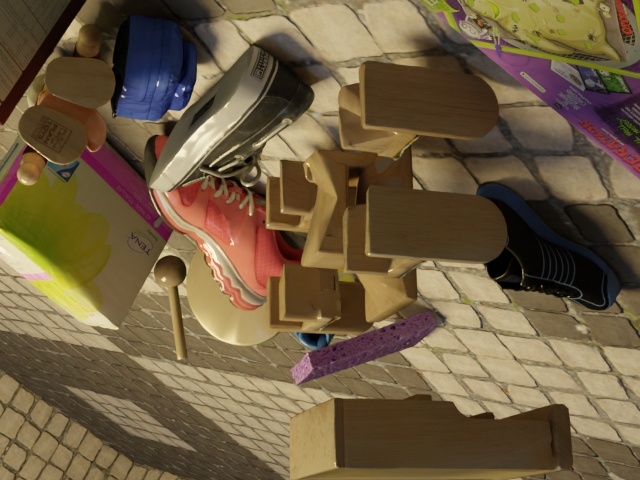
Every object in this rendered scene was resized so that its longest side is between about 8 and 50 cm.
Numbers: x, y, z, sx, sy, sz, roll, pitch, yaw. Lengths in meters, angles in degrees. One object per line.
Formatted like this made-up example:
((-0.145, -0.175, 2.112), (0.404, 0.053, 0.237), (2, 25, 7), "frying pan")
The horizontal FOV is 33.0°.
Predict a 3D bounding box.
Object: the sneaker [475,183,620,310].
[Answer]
((0.256, 0.032, 1.280), (0.232, 0.090, 0.081), (35, 155, -18), "sneaker")

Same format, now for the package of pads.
((-0.367, -0.027, 1.633), (0.101, 0.229, 0.296), (5, 149, 40), "package of pads")

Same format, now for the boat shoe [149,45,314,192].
((-0.111, -0.126, 1.318), (0.105, 0.113, 0.306), (29, 141, -20), "boat shoe")

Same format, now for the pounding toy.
((-0.131, 0.076, 1.722), (0.236, 0.183, 0.110), (-17, -179, 20), "pounding toy")

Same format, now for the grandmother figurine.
((-0.312, -0.161, 1.321), (0.104, 0.208, 0.342), (36, -178, -16), "grandmother figurine")

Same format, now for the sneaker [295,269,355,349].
((-0.006, 0.122, 1.688), (0.091, 0.126, 0.240), (22, 155, 11), "sneaker")

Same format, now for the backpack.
((-0.194, -0.206, 1.259), (0.101, 0.098, 0.120), (0, 159, -12), "backpack")

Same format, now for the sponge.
((0.064, 0.165, 1.650), (0.117, 0.210, 0.031), (122, 129, -67), "sponge")

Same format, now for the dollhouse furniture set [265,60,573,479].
((0.109, 0.059, 1.190), (0.256, 0.394, 0.362), (5, 162, -18), "dollhouse furniture set")

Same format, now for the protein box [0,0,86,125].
((-0.416, -0.264, 1.233), (0.199, 0.201, 0.136), (14, 154, 27), "protein box")

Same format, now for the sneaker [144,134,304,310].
((-0.129, -0.044, 1.545), (0.136, 0.116, 0.314), (-25, 122, 18), "sneaker")

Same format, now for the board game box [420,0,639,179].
((0.246, -0.176, 0.925), (0.347, 0.056, 0.208), (35, 151, -18), "board game box")

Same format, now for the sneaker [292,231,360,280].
((0.001, -0.002, 1.523), (0.170, 0.051, 0.089), (23, 152, 1), "sneaker")
